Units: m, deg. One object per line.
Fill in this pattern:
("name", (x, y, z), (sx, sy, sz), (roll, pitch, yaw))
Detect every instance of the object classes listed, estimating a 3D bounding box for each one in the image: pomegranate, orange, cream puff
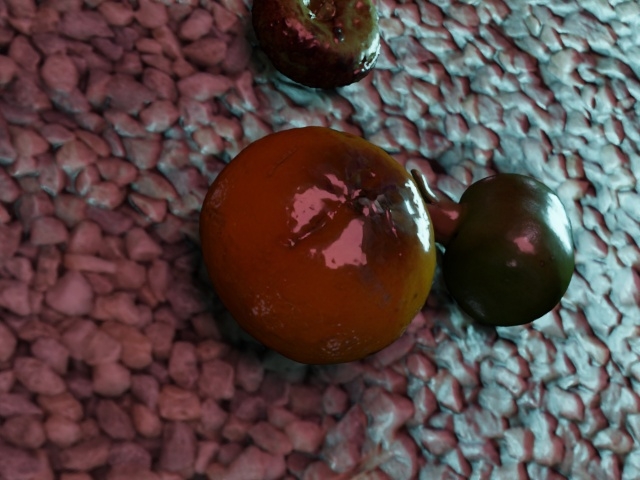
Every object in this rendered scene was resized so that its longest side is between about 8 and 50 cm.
("pomegranate", (0.158, 0.000, 1.340), (0.191, 0.131, 0.152), (17, 43, -8))
("orange", (0.000, 0.000, 1.216), (0.224, 0.170, 0.224), (15, 57, -24))
("cream puff", (-0.008, -0.220, 1.386), (0.149, 0.084, 0.149), (17, 55, -26))
